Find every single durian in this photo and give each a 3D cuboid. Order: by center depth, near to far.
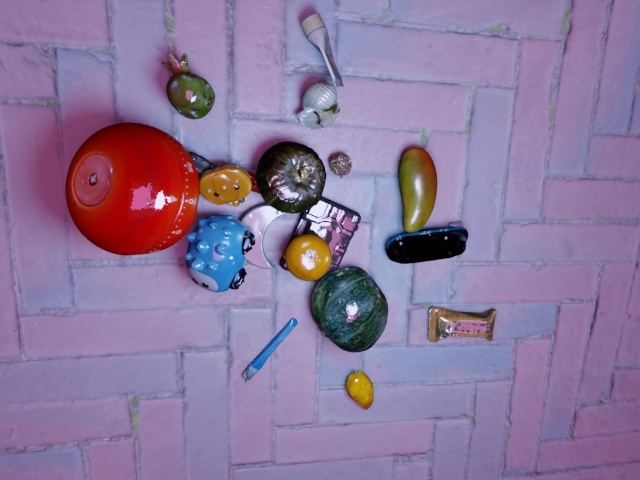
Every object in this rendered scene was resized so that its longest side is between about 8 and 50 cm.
[{"bbox_3d":[0.067,-0.253,1.569,0.080,0.080,0.091,5,81,-13],"label":"durian"}]

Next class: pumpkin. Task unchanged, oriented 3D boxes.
[{"bbox_3d":[-0.091,-0.204,1.481,0.237,0.159,0.238,8,72,-28],"label":"pumpkin"},{"bbox_3d":[0.123,0.257,1.608,0.263,0.197,0.293,-35,125,-9],"label":"pumpkin"}]

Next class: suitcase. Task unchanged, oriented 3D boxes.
[{"bbox_3d":[0.000,0.000,1.620,0.206,0.066,0.286,23,97,-15],"label":"suitcase"}]

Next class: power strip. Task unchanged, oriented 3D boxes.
[{"bbox_3d":[-0.206,-0.011,1.582,0.167,0.054,0.254,18,98,-12],"label":"power strip"}]

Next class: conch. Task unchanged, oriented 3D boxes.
[{"bbox_3d":[-0.001,-0.440,1.500,0.135,0.102,0.153,38,135,-22],"label":"conch"}]

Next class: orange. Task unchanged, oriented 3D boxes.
[{"bbox_3d":[-0.042,0.056,1.527,0.156,0.124,0.156,1,85,-16],"label":"orange"}]

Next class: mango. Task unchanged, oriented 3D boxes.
[{"bbox_3d":[0.338,-0.177,1.613,0.129,0.146,0.290,5,107,31],"label":"mango"},{"bbox_3d":[0.154,0.572,1.786,0.101,0.066,0.188,-31,112,-12],"label":"mango"}]

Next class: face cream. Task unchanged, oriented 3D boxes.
[{"bbox_3d":[0.018,-0.594,1.472,0.070,0.114,0.224,-24,99,21],"label":"face cream"}]

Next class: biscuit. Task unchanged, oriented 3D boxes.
[{"bbox_3d":[-0.300,-0.164,1.486,0.170,0.050,0.170,-6,138,-5],"label":"biscuit"}]

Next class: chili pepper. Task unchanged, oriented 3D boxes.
[{"bbox_3d":[-0.208,-0.186,1.542,0.191,0.050,0.059,22,114,-8],"label":"chili pepper"}]

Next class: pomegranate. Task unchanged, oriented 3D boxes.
[{"bbox_3d":[-0.399,-0.465,1.398,0.130,0.152,0.191,-21,85,0],"label":"pomegranate"}]

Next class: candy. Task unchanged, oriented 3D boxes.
[{"bbox_3d":[0.542,0.327,1.794,0.270,0.101,0.144,2,96,-7],"label":"candy"}]

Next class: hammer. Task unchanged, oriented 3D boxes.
[{"bbox_3d":[-0.477,-0.119,1.497,0.365,0.043,0.111,-50,145,9],"label":"hammer"}]

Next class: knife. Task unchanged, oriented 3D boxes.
[{"bbox_3d":[-0.184,0.400,1.697,0.044,0.026,0.297,42,89,-20],"label":"knife"}]

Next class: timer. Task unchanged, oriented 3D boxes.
[{"bbox_3d":[-0.538,-0.146,1.329,0.377,0.279,0.379,-1,87,24],"label":"timer"}]

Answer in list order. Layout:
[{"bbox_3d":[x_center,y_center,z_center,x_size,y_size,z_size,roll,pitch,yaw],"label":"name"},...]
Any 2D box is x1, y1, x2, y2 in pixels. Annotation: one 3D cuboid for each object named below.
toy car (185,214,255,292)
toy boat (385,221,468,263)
[{"bbox_3d":[-0.337,0.041,1.470,0.188,0.190,0.256,23,102,20],"label":"toy car"},{"bbox_3d":[0.378,0.000,1.693,0.298,0.092,0.134,-6,134,-4],"label":"toy boat"}]
